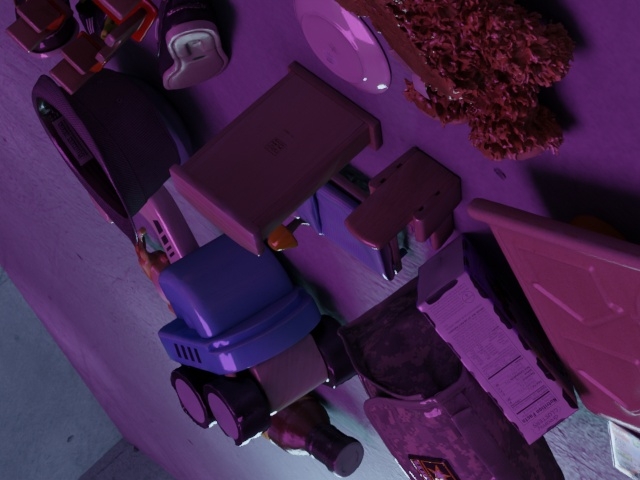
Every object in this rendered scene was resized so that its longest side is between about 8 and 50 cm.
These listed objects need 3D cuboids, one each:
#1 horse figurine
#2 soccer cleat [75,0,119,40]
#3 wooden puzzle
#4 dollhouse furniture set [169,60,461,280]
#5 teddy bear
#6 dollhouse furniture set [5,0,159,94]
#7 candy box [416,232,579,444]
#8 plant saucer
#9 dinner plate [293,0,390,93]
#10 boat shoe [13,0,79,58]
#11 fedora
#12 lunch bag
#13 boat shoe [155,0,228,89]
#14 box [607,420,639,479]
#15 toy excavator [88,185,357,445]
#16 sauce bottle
[{"bbox_3d":[-0.255,0.073,2.682,0.263,0.066,0.174,47,156,7],"label":"horse figurine"},{"bbox_3d":[-0.293,-0.301,2.008,0.072,0.060,0.179,46,165,-4],"label":"soccer cleat"},{"bbox_3d":[0.329,0.093,1.433,0.322,0.080,0.348,21,153,53],"label":"wooden puzzle"},{"bbox_3d":[0.000,0.000,1.763,0.286,0.198,0.303,38,160,26],"label":"dollhouse furniture set"},{"bbox_3d":[0.111,-0.195,1.302,0.338,0.113,0.245,50,170,-32],"label":"teddy bear"},{"bbox_3d":[-0.302,-0.347,1.829,0.259,0.135,0.262,44,147,-4],"label":"dollhouse furniture set"},{"bbox_3d":[0.191,0.104,1.646,0.196,0.070,0.165,50,-168,-9],"label":"candy box"},{"bbox_3d":[-0.241,-0.178,2.181,0.195,0.037,0.195,41,161,17],"label":"plant saucer"},{"bbox_3d":[0.018,-0.207,1.588,0.141,0.017,0.141,42,162,17],"label":"dinner plate"},{"bbox_3d":[-0.374,-0.319,2.016,0.228,0.081,0.069,-112,5,-53],"label":"boat shoe"},{"bbox_3d":[-0.283,-0.139,2.095,0.275,0.124,0.244,43,161,37],"label":"fedora"},{"bbox_3d":[0.158,0.209,1.777,0.235,0.169,0.287,55,-178,-22],"label":"lunch bag"},{"bbox_3d":[-0.160,-0.245,1.833,0.233,0.084,0.079,110,143,-75],"label":"boat shoe"},{"bbox_3d":[0.409,0.263,1.654,0.207,0.036,0.114,33,157,35],"label":"box"},{"bbox_3d":[-0.184,0.047,2.323,0.433,0.222,0.445,6,122,64],"label":"toy excavator"},{"bbox_3d":[-0.060,0.309,2.669,0.344,0.111,0.111,29,155,40],"label":"sauce bottle"}]
